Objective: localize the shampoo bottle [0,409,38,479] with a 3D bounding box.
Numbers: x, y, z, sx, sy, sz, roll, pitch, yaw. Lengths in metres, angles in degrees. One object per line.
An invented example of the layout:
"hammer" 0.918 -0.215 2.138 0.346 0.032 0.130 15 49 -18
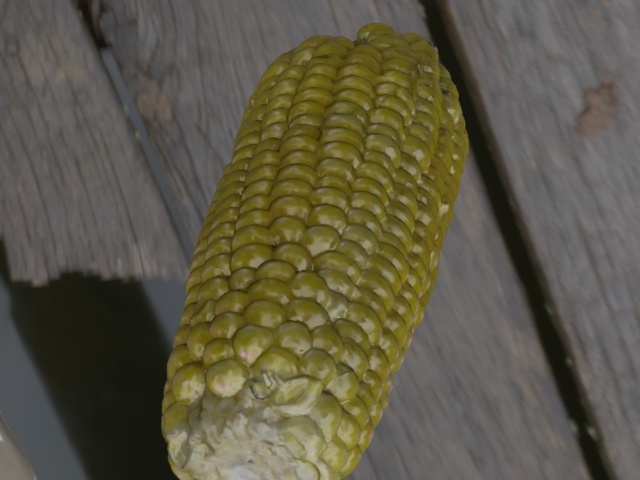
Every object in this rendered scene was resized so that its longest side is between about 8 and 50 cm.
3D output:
"shampoo bottle" -0.163 0.146 0.669 0.127 0.078 0.257 19 66 -16

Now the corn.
"corn" 0.000 0.000 0.969 0.130 0.347 0.130 8 130 10
